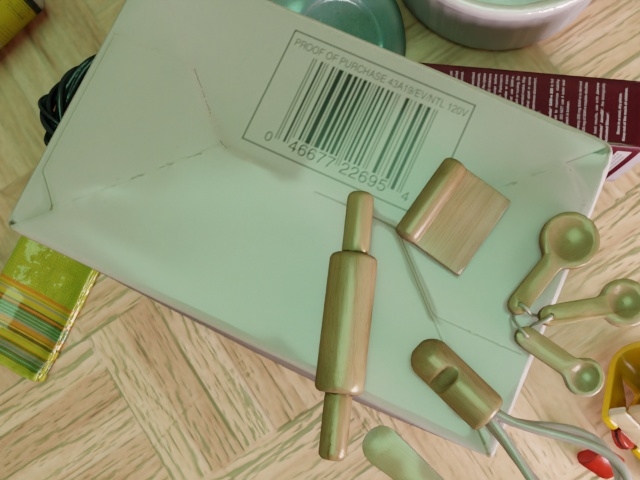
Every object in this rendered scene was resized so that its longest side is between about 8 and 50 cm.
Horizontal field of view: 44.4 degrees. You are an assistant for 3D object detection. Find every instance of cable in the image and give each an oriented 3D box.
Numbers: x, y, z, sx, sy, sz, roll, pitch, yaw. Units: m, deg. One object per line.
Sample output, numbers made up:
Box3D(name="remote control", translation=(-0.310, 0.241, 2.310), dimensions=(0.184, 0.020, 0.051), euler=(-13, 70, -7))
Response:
Box3D(name="cable", translation=(-0.228, -0.148, 0.882), dimensions=(0.184, 0.047, 0.151), euler=(16, 82, 7))

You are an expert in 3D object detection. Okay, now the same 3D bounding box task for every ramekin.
Box3D(name="ramekin", translation=(0.195, -0.343, 0.841), dimensions=(0.277, 0.135, 0.277), euler=(-1, 80, 3))

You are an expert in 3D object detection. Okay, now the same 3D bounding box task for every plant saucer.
Box3D(name="plant saucer", translation=(0.012, -0.206, 0.829), dimensions=(0.194, 0.037, 0.195), euler=(-5, 104, -21))

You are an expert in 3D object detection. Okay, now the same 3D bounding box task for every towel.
Box3D(name="towel", translation=(-0.299, 0.029, 0.870), dimensions=(0.102, 0.021, 0.237), euler=(24, 83, 7))

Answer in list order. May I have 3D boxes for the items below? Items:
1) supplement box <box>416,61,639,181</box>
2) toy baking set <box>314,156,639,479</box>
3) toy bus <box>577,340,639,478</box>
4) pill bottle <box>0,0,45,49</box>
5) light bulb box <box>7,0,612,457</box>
Box3D(name="supplement box", translation=(0.202, -0.119, 0.806), dimensions=(0.239, 0.130, 0.073), euler=(5, 81, 4))
Box3D(name="toy baking set", translation=(0.092, 0.077, 0.464), dimensions=(0.196, 0.030, 0.256), euler=(10, 80, 5))
Box3D(name="toy bus", translation=(0.364, 0.179, 0.755), dimensions=(0.190, 0.202, 0.104), euler=(16, 51, 13))
Box3D(name="pill bottle", translation=(-0.410, -0.244, 0.881), dimensions=(0.184, 0.103, 0.103), euler=(-45, 81, -4))
Box3D(name="light bulb box", translation=(0.000, 0.000, 0.683), dimensions=(0.357, 0.361, 0.225), euler=(25, 81, 7))
